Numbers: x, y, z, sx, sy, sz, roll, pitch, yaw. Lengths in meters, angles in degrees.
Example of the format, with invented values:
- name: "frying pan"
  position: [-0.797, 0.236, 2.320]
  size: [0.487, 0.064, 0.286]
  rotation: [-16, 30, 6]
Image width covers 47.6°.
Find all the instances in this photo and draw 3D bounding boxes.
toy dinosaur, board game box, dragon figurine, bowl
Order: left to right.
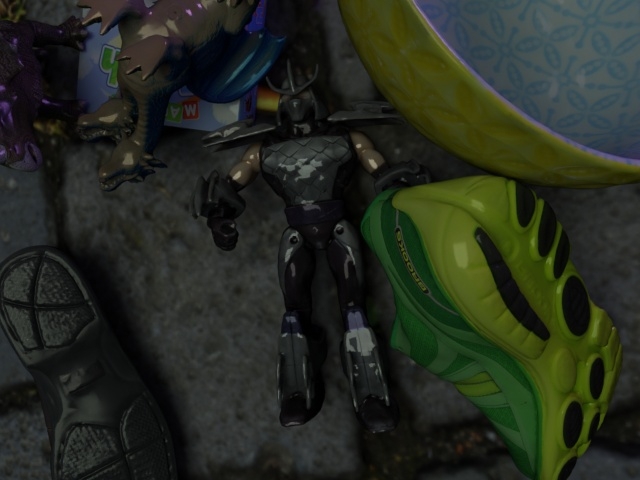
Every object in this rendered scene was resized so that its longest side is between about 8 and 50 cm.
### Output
- name: "toy dinosaur"
  position: [-0.300, -0.145, 0.600]
  size: [0.314, 0.160, 0.120]
  rotation: [21, 105, 33]
- name: "board game box"
  position: [-0.125, -0.204, 0.619]
  size: [0.160, 0.039, 0.211]
  rotation: [9, 100, 16]
- name: "dragon figurine"
  position: [-0.083, -0.159, 0.545]
  size: [0.289, 0.144, 0.085]
  rotation: [-43, 82, -3]
- name: "bowl"
  position: [0.118, -0.152, 0.468]
  size: [0.289, 0.290, 0.156]
  rotation: [62, 152, 3]

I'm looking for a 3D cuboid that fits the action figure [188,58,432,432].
- name: "action figure"
  position: [0.000, 0.000, 0.569]
  size: [0.186, 0.099, 0.284]
  rotation: [-7, 96, 14]

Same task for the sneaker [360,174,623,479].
- name: "sneaker"
  position: [0.122, 0.063, 0.497]
  size: [0.124, 0.109, 0.295]
  rotation: [17, 148, 46]

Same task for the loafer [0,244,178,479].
- name: "loafer"
  position: [-0.208, 0.146, 0.674]
  size: [0.109, 0.095, 0.302]
  rotation: [-21, 95, -11]
